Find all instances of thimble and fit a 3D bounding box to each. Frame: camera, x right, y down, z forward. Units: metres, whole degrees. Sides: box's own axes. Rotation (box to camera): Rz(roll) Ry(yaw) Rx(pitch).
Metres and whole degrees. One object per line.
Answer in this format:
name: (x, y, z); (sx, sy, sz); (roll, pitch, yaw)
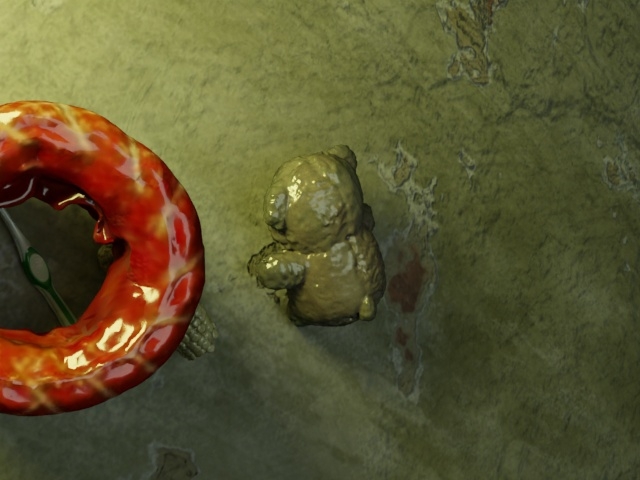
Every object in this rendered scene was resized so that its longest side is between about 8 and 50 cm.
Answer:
thimble: (-0.311, 0.021, 1.045); (0.350, 0.231, 0.349); (-1, 92, -23)

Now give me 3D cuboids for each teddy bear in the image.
teddy bear: (0.001, 0.001, 1.400); (0.236, 0.151, 0.267); (-38, 114, -35)

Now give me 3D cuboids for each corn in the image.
corn: (-0.216, 0.068, 1.271); (0.087, 0.087, 0.210); (-51, 126, -28)

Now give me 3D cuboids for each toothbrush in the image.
toothbrush: (-0.351, 0.042, 1.186); (0.030, 0.030, 0.303); (-41, 115, -32)
